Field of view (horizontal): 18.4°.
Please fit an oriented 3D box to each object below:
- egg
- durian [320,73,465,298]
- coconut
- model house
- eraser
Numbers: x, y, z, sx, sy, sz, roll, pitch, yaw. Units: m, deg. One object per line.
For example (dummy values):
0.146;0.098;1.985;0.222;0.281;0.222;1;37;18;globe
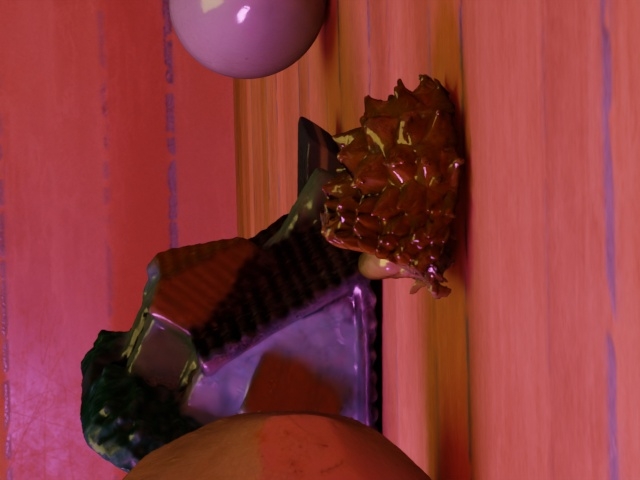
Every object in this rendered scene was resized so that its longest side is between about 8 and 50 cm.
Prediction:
-0.068;-0.231;1.877;0.209;0.151;0.151;156;112;-80;egg
0.036;-0.026;1.216;0.224;0.078;0.140;130;138;-80;durian
-0.023;0.210;1.199;0.197;0.237;0.237;-106;15;-51;coconut
-0.048;0.066;1.637;0.280;0.230;0.249;-118;51;-73;model house
0.000;0.000;1.840;0.082;0.036;0.225;-110;19;-68;eraser
